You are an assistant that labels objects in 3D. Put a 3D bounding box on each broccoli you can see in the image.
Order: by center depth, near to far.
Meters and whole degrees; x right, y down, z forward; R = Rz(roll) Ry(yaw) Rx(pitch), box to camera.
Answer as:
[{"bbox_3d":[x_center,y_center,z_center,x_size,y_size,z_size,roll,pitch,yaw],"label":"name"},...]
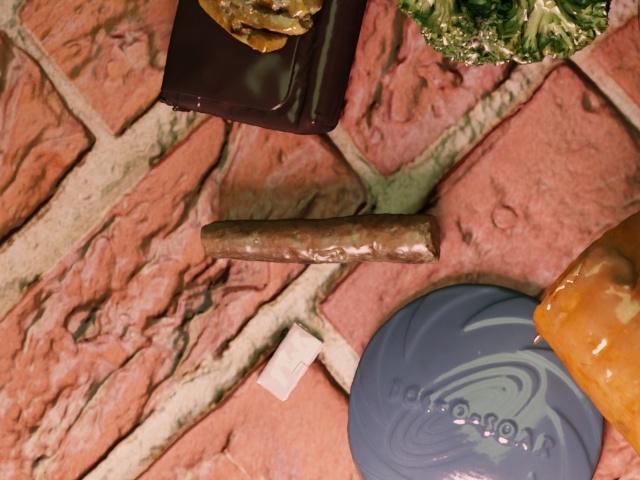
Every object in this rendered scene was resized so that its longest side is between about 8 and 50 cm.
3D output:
[{"bbox_3d":[0.196,-0.307,1.790,0.269,0.242,0.262,-8,61,-11],"label":"broccoli"}]

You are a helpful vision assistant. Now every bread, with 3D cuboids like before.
[{"bbox_3d":[-0.068,-0.277,1.869,0.156,0.064,0.117,40,103,25],"label":"bread"}]

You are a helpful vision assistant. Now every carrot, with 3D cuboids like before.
[{"bbox_3d":[0.392,0.139,1.684,0.224,0.224,0.341,-47,67,9],"label":"carrot"}]

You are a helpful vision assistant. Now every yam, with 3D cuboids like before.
[{"bbox_3d":[0.000,0.000,1.906,0.274,0.061,0.061,-1,85,19],"label":"yam"}]

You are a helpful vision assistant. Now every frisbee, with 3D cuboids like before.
[{"bbox_3d":[0.161,0.189,1.841,0.289,0.049,0.290,-2,84,18],"label":"frisbee"}]

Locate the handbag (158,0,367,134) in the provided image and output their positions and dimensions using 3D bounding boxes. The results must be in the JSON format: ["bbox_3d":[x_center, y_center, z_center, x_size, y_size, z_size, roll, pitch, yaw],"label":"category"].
[{"bbox_3d":[-0.058,-0.249,1.942,0.223,0.080,0.247,13,90,26],"label":"handbag"}]

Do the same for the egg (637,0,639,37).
[{"bbox_3d":[0.453,-0.269,1.658,0.287,0.287,0.379,31,93,18],"label":"egg"}]

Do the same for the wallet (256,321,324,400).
[{"bbox_3d":[-0.034,0.136,1.930,0.044,0.011,0.083,36,96,17],"label":"wallet"}]
